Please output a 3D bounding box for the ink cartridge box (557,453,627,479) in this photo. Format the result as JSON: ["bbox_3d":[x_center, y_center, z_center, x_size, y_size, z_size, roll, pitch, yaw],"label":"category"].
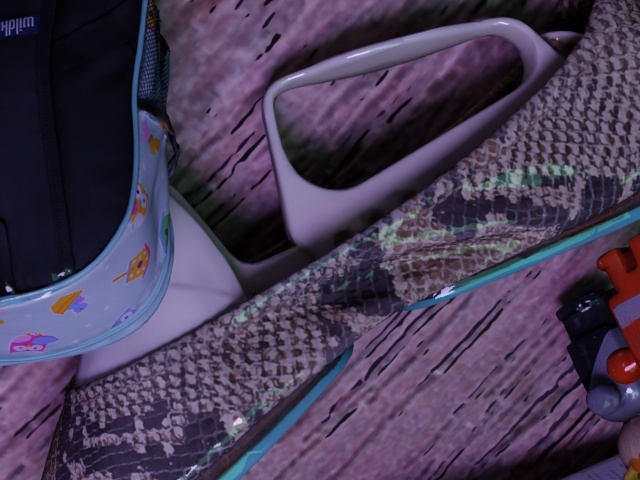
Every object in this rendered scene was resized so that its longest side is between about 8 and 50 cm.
[{"bbox_3d":[0.176,0.316,1.001,0.330,0.071,0.324,-17,123,-29],"label":"ink cartridge box"}]

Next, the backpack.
[{"bbox_3d":[-0.149,-0.030,0.670,0.166,0.188,0.144,-6,146,1],"label":"backpack"}]

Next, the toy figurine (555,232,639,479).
[{"bbox_3d":[0.267,0.062,0.849,0.213,0.148,0.209,-21,165,-11],"label":"toy figurine"}]

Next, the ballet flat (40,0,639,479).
[{"bbox_3d":[0.000,0.000,0.789,0.483,0.164,0.182,-33,101,-6],"label":"ballet flat"}]
